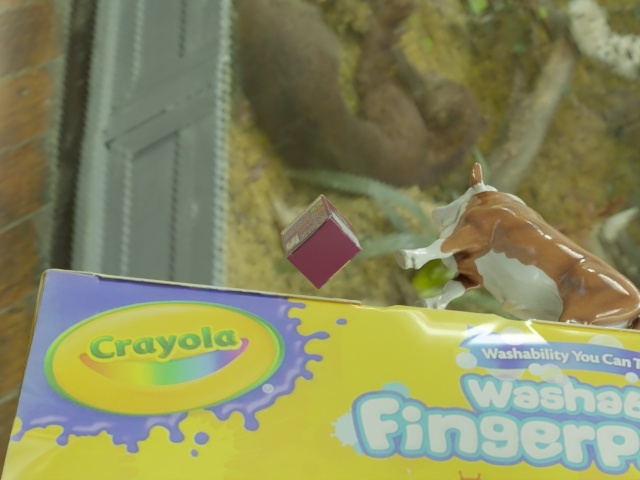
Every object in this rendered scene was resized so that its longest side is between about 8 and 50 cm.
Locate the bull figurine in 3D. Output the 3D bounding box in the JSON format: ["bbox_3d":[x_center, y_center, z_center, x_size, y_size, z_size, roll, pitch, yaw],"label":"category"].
[{"bbox_3d":[0.200,0.032,1.630,0.188,0.310,0.101,-31,133,-27],"label":"bull figurine"}]

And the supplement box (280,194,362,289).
[{"bbox_3d":[0.000,0.000,1.341,0.043,0.055,0.083,46,8,-14],"label":"supplement box"}]

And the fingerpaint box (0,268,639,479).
[{"bbox_3d":[0.048,0.208,0.924,0.371,0.445,0.163,99,-4,-51],"label":"fingerpaint box"}]
